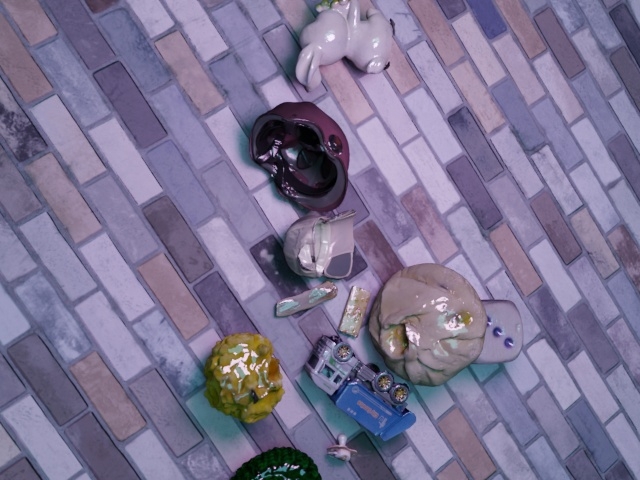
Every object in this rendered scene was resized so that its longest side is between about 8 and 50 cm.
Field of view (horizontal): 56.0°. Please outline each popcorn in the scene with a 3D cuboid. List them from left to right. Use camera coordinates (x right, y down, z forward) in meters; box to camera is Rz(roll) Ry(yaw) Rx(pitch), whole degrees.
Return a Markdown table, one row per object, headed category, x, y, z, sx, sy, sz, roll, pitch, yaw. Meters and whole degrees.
| category | x | y | z | sx | sy | sz | roll | pitch | yaw |
| --- | --- | --- | --- | --- | --- | --- | --- | --- | --- |
| popcorn | -0.210 | 0.379 | 1.674 | 0.249 | 0.225 | 0.249 | 3 | 80 | -15 |

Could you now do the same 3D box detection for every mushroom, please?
| category | x | y | z | sx | sy | sz | roll | pitch | yaw |
| --- | --- | --- | --- | --- | --- | --- | --- | --- | --- |
| mushroom | -0.044 | 0.180 | 1.826 | 0.202 | 0.054 | 0.059 | -22 | 86 | -10 |

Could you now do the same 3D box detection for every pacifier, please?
| category | x | y | z | sx | sy | sz | roll | pitch | yaw |
| --- | --- | --- | --- | --- | --- | --- | --- | --- | --- |
| pacifier | 0.062 | 0.624 | 1.819 | 0.099 | 0.081 | 0.078 | 34 | 43 | -34 |

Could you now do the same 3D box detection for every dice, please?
| category | x | y | z | sx | sy | sz | roll | pitch | yaw |
| --- | --- | --- | --- | --- | --- | --- | --- | --- | --- |
| dice | 0.507 | 0.283 | 1.891 | 0.192 | 0.194 | 0.193 | 0 | 84 | -16 |

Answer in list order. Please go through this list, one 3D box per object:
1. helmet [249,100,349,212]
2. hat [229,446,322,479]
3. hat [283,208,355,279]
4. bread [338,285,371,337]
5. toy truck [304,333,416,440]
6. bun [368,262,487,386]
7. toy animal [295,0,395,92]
| category | x | y | z | sx | sy | sz | roll | pitch | yaw |
| --- | --- | --- | --- | --- | --- | --- | --- | --- | --- |
| helmet | -0.034 | -0.264 | 1.765 | 0.338 | 0.271 | 0.197 | 41 | 45 | -7 |
| hat | -0.106 | 0.711 | 1.622 | 0.274 | 0.332 | 0.242 | -25 | 91 | -13 |
| hat | 0.008 | -0.002 | 1.797 | 0.275 | 0.161 | 0.232 | -25 | 133 | -35 |
| bread | 0.108 | 0.220 | 1.872 | 0.068 | 0.028 | 0.154 | 21 | 79 | -11 |
| toy truck | 0.122 | 0.438 | 1.801 | 0.367 | 0.146 | 0.175 | 39 | 82 | -10 |
| bun | 0.296 | 0.243 | 1.762 | 0.219 | 0.365 | 0.365 | 6 | 82 | -58 |
| toy animal | 0.062 | -0.592 | 1.836 | 0.310 | 0.183 | 0.247 | -5 | 87 | -15 |
